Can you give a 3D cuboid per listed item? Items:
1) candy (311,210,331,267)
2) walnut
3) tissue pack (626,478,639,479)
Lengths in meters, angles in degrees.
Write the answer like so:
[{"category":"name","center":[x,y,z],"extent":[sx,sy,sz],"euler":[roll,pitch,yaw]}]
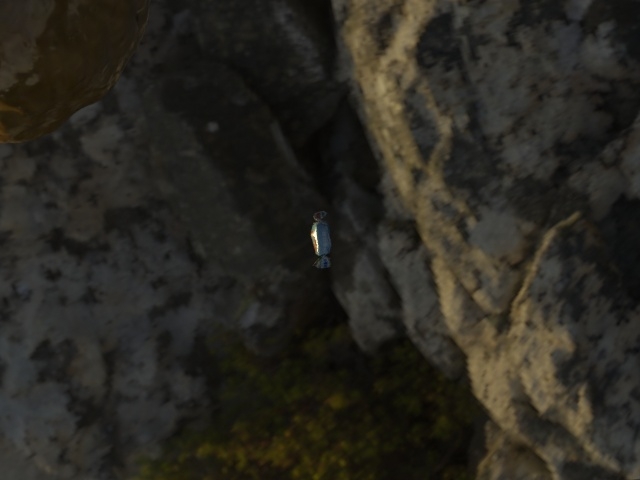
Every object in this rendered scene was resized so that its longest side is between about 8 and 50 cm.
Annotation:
[{"category":"candy","center":[-0.001,0.000,1.916],"extent":[0.030,0.020,0.083],"euler":[-11,106,-14]},{"category":"walnut","center":[-0.300,-0.239,1.192],"extent":[0.306,0.306,0.344],"euler":[64,159,-1]},{"category":"tissue pack","center":[0.265,0.281,0.859],"extent":[0.263,0.089,0.177],"euler":[-151,59,-64]}]
